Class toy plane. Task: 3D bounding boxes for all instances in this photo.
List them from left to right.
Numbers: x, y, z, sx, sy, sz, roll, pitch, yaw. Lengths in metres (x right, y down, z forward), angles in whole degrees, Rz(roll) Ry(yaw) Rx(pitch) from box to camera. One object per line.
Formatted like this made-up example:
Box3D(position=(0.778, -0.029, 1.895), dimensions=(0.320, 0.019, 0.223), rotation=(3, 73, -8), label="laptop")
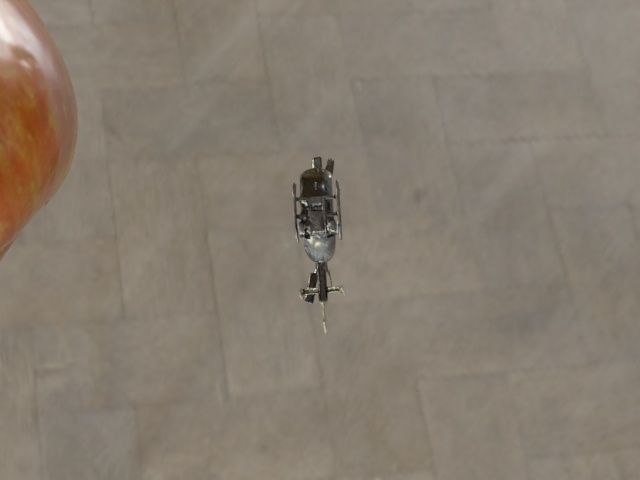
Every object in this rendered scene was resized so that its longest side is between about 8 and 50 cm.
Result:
Box3D(position=(0.000, 0.000, 0.991), dimensions=(0.031, 0.049, 0.121), rotation=(-3, 79, 3), label="toy plane")

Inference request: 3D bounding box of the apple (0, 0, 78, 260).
Box3D(position=(-0.257, -0.068, 0.785), dimensions=(0.241, 0.242, 0.242), rotation=(41, 60, -6), label="apple")
